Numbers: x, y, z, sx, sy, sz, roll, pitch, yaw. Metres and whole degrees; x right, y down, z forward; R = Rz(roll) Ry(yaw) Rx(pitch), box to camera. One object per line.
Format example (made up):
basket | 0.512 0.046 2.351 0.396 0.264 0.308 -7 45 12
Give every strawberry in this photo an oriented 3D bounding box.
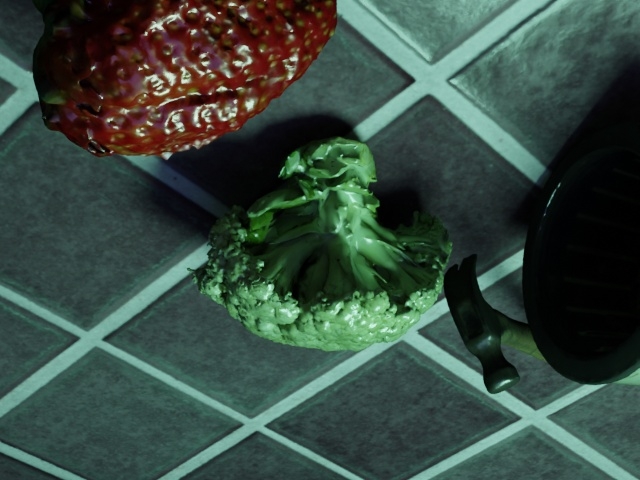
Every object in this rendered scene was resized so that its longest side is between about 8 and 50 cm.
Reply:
strawberry | -0.122 -0.206 0.996 0.288 0.238 0.250 -6 141 -12

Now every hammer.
hammer | 0.265 0.130 1.363 0.044 0.168 0.440 -29 155 20

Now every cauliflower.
cauliflower | 0.000 0.000 1.262 0.272 0.275 0.250 8 102 24

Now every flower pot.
flower pot | 0.448 0.042 1.253 0.330 0.293 0.293 12 134 -21
